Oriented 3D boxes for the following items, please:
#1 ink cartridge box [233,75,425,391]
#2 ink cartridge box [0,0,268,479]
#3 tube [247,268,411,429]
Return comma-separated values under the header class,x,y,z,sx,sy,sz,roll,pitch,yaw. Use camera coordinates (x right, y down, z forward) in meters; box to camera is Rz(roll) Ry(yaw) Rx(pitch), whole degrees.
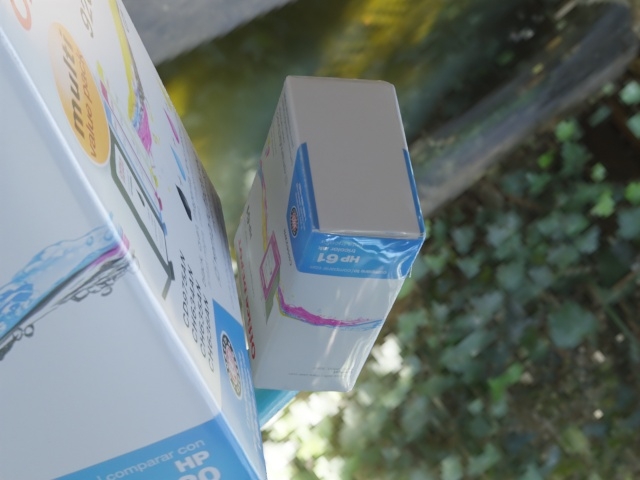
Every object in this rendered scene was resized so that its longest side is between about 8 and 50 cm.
class,x,y,z,sx,sy,sz,roll,pitch,yaw
ink cartridge box,0.000,0.000,0.657,0.052,0.088,0.122,2,142,-15
ink cartridge box,-0.140,-0.016,0.499,0.168,0.171,0.232,-19,133,5
tube,-0.007,0.067,1.028,0.207,0.052,0.080,-44,-159,25
